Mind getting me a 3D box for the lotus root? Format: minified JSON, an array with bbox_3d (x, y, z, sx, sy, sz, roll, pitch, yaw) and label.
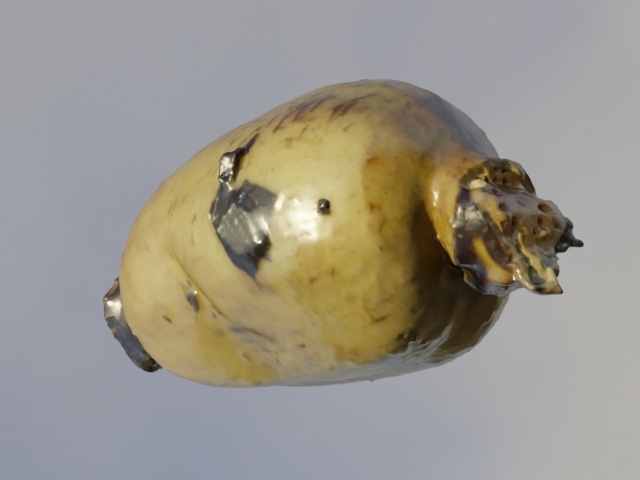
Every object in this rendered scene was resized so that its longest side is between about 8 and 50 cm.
[{"bbox_3d":[0.000,0.000,0.933,0.256,0.140,0.154,-17,-20,35],"label":"lotus root"}]
